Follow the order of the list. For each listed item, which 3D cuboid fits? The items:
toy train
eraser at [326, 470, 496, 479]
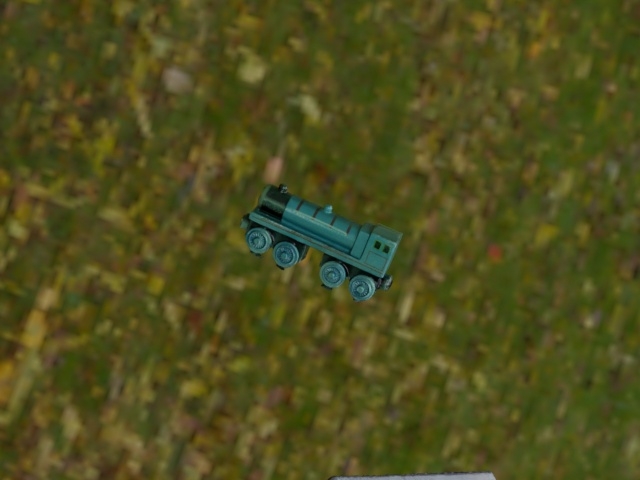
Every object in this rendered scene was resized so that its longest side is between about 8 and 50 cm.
[{"bbox_3d":[0.000,0.000,1.069,0.029,0.092,0.045,-51,164,-68],"label":"toy train"},{"bbox_3d":[0.045,0.202,1.393,0.150,0.023,0.104,4,143,-37],"label":"eraser"}]
